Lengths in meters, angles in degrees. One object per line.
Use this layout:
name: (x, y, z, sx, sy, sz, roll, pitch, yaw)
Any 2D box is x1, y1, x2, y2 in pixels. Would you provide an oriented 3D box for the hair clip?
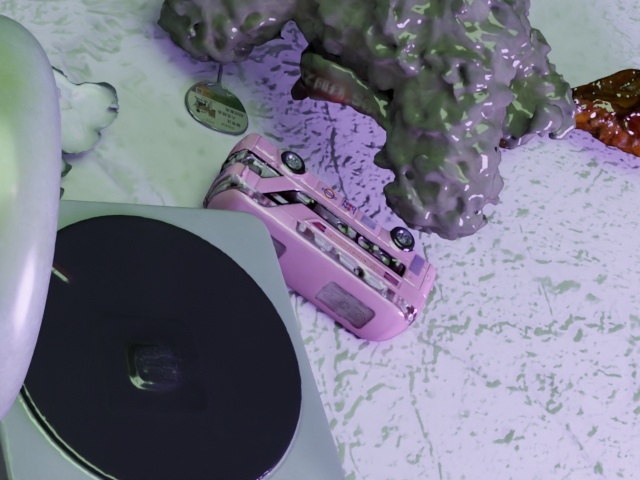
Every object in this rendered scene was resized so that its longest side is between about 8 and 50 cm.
hair clip: (-0.230, -0.090, 1.220, 0.116, 0.049, 0.172, 38, 41, -12)

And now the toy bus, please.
toy bus: (0.000, 0.000, 1.308, 0.203, 0.063, 0.090, 37, 44, -9)

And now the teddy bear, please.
teddy bear: (0.083, -0.198, 1.443, 0.357, 0.224, 0.367, 37, 22, 8)

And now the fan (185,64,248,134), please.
fan: (-0.094, -0.124, 1.375, 0.060, 0.003, 0.080, -6, 62, -40)

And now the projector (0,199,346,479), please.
projector: (-0.128, 0.096, 1.127, 0.257, 0.079, 0.259, 4, 56, -35)

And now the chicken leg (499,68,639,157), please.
chicken leg: (0.275, -0.131, 1.601, 0.304, 0.093, 0.113, -3, 42, -28)

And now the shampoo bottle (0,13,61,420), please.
shampoo bottle: (-0.322, -0.018, 0.902, 0.317, 0.322, 0.322, 5, 55, -21)
